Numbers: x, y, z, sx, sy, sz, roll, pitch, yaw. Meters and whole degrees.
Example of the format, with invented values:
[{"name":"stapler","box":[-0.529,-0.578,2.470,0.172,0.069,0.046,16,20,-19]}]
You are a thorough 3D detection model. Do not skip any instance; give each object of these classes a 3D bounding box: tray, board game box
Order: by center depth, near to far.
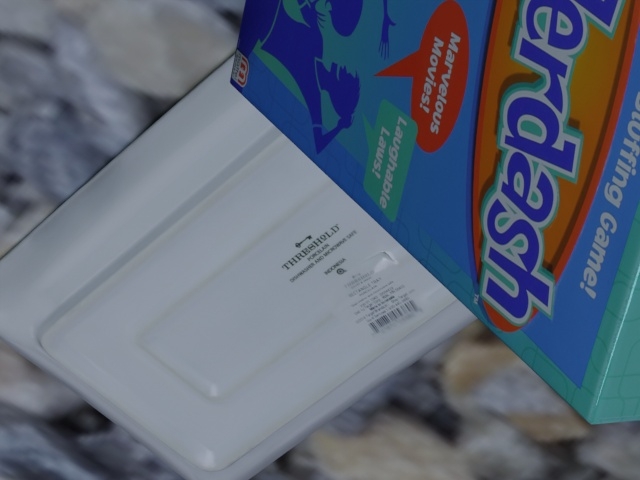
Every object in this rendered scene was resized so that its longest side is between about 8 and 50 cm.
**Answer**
[{"name":"board game box","box":[0.051,-0.074,0.471,0.047,0.210,0.160,-2,118,-30]},{"name":"tray","box":[0.000,0.000,0.650,0.145,0.030,0.270,40,119,-22]}]
